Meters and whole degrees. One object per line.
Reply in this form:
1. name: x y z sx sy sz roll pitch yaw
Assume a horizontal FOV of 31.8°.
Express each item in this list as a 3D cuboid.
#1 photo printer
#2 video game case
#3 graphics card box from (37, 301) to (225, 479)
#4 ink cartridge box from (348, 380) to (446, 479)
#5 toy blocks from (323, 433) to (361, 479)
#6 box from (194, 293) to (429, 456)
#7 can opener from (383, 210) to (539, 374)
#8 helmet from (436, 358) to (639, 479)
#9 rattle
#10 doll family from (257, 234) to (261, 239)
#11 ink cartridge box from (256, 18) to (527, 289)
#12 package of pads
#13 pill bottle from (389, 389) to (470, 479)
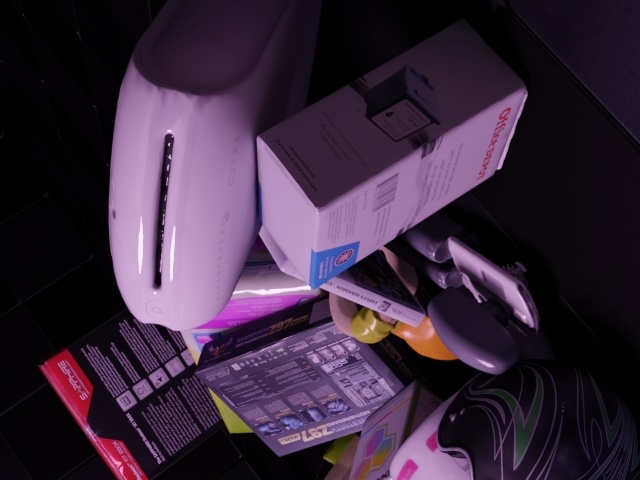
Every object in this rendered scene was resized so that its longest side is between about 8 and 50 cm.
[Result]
1. photo printer: -0.084 -0.096 0.923 0.107 0.307 0.256 15 130 4
2. video game case: 0.000 0.000 1.098 0.173 0.022 0.190 24 -161 -35
3. graphics card box: -0.196 0.167 1.655 0.233 0.371 0.094 57 163 -7
4. ink cartridge box: 0.083 0.272 1.281 0.062 0.209 0.109 34 130 -11
5. toy blocks: 0.167 0.381 1.423 0.261 0.191 0.381 41 164 -17
6. box: -0.010 0.168 1.391 0.233 0.059 0.183 -23 122 30
7. can opener: 0.104 0.017 1.062 0.280 0.093 0.074 43 161 48
8. helmet: 0.195 0.189 0.976 0.169 0.169 0.161 63 170 -22
9. rattle: 0.077 0.031 1.249 0.199 0.143 0.130 -122 41 -54
10. doll family: -0.137 -0.074 1.540 0.163 0.118 0.263 137 116 -79
11. ink cartridge box: 0.051 -0.064 0.864 0.082 0.191 0.139 51 162 20
12. package of pads: -0.052 0.127 1.476 0.229 0.101 0.296 -5 131 18
13. pill bottle: 0.216 0.289 1.127 0.283 0.160 0.160 48 162 24
